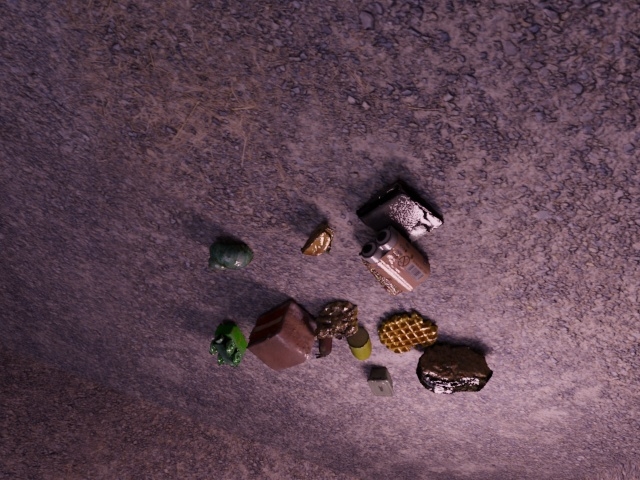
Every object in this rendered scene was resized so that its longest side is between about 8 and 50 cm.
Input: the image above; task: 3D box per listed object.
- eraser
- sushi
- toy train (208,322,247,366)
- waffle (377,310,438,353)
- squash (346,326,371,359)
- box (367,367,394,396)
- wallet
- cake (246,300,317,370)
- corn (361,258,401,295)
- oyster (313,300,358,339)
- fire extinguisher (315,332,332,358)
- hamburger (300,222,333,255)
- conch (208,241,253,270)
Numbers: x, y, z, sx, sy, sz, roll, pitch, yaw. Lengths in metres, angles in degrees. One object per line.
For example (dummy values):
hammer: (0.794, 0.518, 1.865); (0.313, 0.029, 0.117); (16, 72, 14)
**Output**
eraser: (0.302, 0.082, 1.584); (0.171, 0.087, 0.290); (-44, 126, 11)
sushi: (0.639, 0.617, 1.940); (0.349, 0.211, 0.171); (5, 127, 4)
toy train: (-0.502, 0.574, 2.215); (0.132, 0.188, 0.243); (-4, 130, 16)
waffle: (0.421, 0.458, 1.951); (0.283, 0.065, 0.310); (15, 133, 3)
squash: (0.207, 0.540, 2.046); (0.123, 0.123, 0.187); (-5, 132, 19)
box: (0.338, 0.783, 2.234); (0.123, 0.093, 0.172); (-8, 128, 21)
wallet: (0.299, -0.087, 1.512); (0.262, 0.071, 0.221); (34, 130, -24)
cake: (-0.193, 0.484, 2.028); (0.230, 0.237, 0.308); (42, 130, -17)
corn: (0.266, 0.137, 1.695); (0.092, 0.092, 0.280); (-21, 123, 29)
oyster: (0.080, 0.396, 1.948); (0.214, 0.083, 0.223); (5, 109, -3)
fire extinguisher: (0.017, 0.536, 2.118); (0.089, 0.072, 0.268); (-5, 132, -8)
hamburger: (0.002, 0.005, 1.664); (0.102, 0.087, 0.176); (26, 125, -24)
conch: (-0.416, 0.075, 1.809); (0.188, 0.122, 0.176); (-4, 153, 23)
